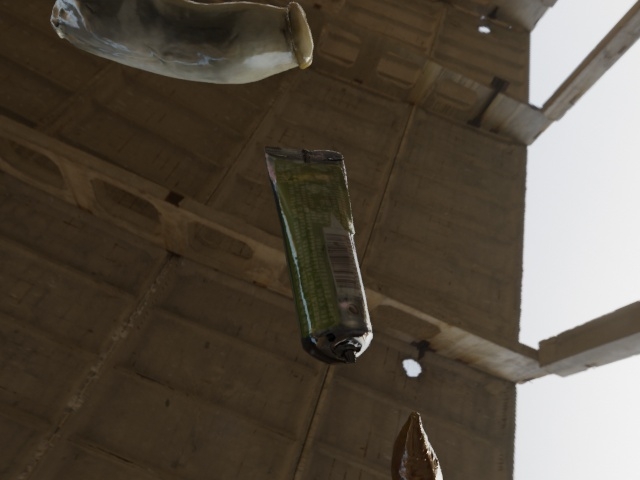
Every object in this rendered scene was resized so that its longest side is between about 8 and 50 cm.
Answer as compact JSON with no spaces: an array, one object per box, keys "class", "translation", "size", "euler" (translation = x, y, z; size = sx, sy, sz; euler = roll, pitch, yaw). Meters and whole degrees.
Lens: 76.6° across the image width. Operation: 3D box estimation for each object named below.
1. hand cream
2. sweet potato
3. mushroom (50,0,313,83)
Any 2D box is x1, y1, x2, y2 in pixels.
[{"class":"hand cream","translation":[0.000,0.000,0.367],"size":[0.086,0.055,0.235],"euler":[2,-127,-19]},{"class":"sweet potato","translation":[0.100,0.271,0.417],"size":[0.051,0.065,0.219],"euler":[-17,-78,-36]},{"class":"mushroom","translation":[-0.177,-0.262,0.512],"size":[0.350,0.097,0.110],"euler":[13,-86,7]}]
